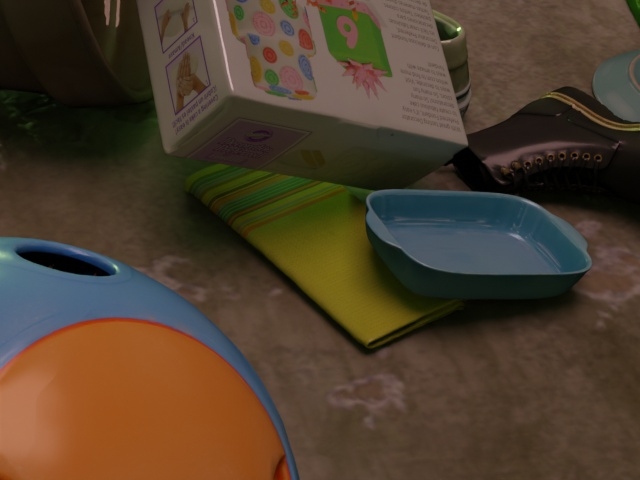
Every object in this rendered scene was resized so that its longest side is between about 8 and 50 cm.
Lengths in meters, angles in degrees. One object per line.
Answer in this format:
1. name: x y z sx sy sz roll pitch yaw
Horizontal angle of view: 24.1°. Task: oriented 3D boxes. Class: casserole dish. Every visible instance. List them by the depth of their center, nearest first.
1. casserole dish: 0.114 0.006 1.122 0.188 0.037 0.114 0 34 -29

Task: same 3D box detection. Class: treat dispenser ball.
1. treat dispenser ball: -0.150 0.143 0.709 0.288 0.288 0.288 4 36 -3

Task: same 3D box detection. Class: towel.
1. towel: 0.000 0.000 1.154 0.102 0.021 0.237 -24 46 -30

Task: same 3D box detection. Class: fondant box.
1. fondant box: -0.031 -0.214 1.183 0.238 0.096 0.330 8 59 -41

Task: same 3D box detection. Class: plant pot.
1. plant pot: -0.299 -0.255 1.246 0.280 0.323 0.323 -7 35 9

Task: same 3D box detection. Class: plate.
1. plate: 0.346 -0.138 1.388 0.188 0.024 0.188 5 37 -4

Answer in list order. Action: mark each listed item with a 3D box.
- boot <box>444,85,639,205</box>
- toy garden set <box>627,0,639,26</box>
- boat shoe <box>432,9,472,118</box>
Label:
1. boot: 0.205 -0.051 1.219 0.137 0.077 0.198 -22 32 -27
2. toy garden set: 0.438 -0.267 1.553 0.244 0.049 0.204 2 37 -7
3. boat shoe: 0.014 -0.203 1.362 0.302 0.094 0.109 27 41 25
